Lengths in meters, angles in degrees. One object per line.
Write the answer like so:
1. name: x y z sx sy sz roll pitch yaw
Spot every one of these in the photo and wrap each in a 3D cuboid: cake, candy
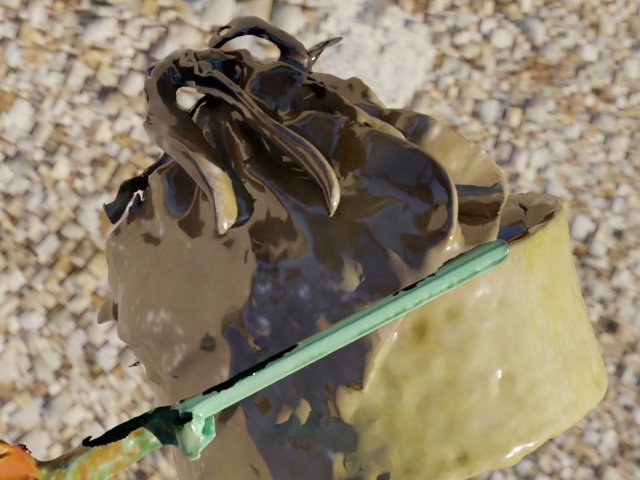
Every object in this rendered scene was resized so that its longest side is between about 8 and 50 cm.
1. cake: 0.009 -0.002 1.343 0.332 0.332 0.321 -19 100 -15
2. candy: -0.032 0.043 0.478 0.185 0.049 0.055 -26 148 -14

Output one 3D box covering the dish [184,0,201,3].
1. dish: -0.131 -0.222 0.977 0.236 0.086 0.228 23 115 -4
